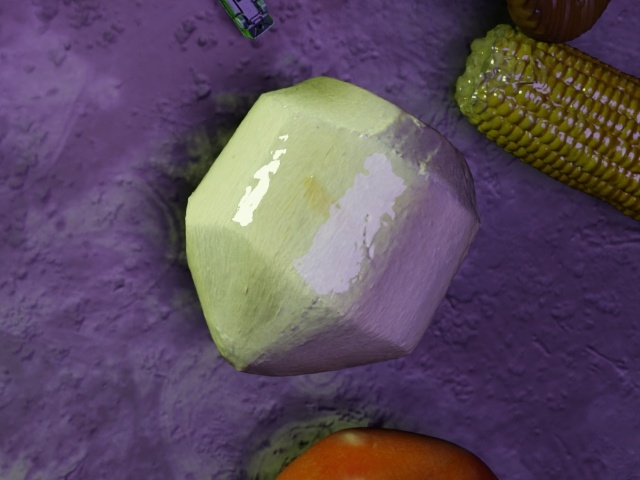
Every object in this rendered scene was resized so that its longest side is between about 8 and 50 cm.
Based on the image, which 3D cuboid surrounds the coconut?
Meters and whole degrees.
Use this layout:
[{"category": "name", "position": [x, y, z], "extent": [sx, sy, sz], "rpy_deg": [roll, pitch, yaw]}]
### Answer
[{"category": "coconut", "position": [0.000, 0.000, 1.529], "extent": [0.237, 0.237, 0.266], "rpy_deg": [29, 92, -21]}]

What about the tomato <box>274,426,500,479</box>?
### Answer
[{"category": "tomato", "position": [0.059, 0.291, 1.607], "extent": [0.255, 0.224, 0.256], "rpy_deg": [-5, 105, -17]}]

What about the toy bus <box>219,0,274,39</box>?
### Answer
[{"category": "toy bus", "position": [-0.077, -0.220, 1.570], "extent": [0.031, 0.037, 0.083], "rpy_deg": [-39, 108, -8]}]

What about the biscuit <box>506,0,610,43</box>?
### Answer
[{"category": "biscuit", "position": [0.231, -0.329, 1.549], "extent": [0.318, 0.040, 0.318], "rpy_deg": [-32, 129, -53]}]

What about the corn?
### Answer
[{"category": "corn", "position": [0.284, -0.095, 1.669], "extent": [0.344, 0.131, 0.131], "rpy_deg": [22, 92, -18]}]
